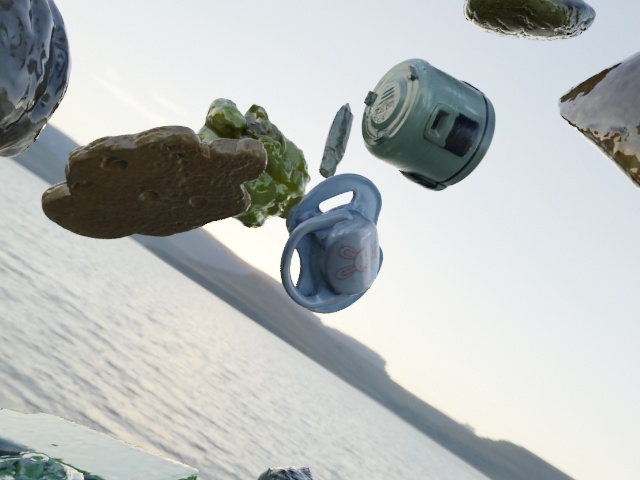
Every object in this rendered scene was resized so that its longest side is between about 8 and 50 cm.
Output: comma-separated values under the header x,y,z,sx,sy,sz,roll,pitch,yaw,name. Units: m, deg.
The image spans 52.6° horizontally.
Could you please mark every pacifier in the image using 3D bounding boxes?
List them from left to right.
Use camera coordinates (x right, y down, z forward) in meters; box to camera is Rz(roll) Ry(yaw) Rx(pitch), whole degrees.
x,y,z,sx,sy,sz,roll,pitch,yaw,name
0.000,0.000,1.221,0.226,0.238,0.287,37,-37,51,pacifier

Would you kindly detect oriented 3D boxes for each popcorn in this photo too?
x,y,z,sx,sy,sz,roll,pitch,yaw,name
-0.148,-0.146,1.334,0.250,0.242,0.235,18,22,-46,popcorn

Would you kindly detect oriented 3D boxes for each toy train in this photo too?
x,y,z,sx,sy,sz,roll,pitch,yaw,name
-0.294,0.264,0.631,0.307,0.174,0.249,10,-4,24,toy train

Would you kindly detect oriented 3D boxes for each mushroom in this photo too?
x,y,z,sx,sy,sz,roll,pitch,yaw,name
0.542,-0.218,0.953,0.224,0.314,0.397,24,26,-25,mushroom

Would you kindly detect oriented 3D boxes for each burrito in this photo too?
x,y,z,sx,sy,sz,roll,pitch,yaw,name
0.035,-0.204,1.313,0.045,0.188,0.058,13,-27,2,burrito

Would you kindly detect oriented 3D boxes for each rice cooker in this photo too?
x,y,z,sx,sy,sz,roll,pitch,yaw,name
0.218,-0.225,1.285,0.244,0.226,0.226,22,-1,-32,rice cooker

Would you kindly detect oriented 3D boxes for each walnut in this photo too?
x,y,z,sx,sy,sz,roll,pitch,yaw,name
-0.370,-0.194,0.679,0.224,0.224,0.224,33,-9,6,walnut

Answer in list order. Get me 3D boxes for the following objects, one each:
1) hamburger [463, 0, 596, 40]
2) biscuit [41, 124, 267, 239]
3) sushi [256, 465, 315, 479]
x,y,z,sx,sy,sz,roll,pitch,yaw,name
0.451,-0.512,1.434,0.284,0.134,0.265,14,20,41,hamburger
-0.257,-0.090,1.013,0.375,0.051,0.269,-15,-26,14,biscuit
-0.029,0.380,0.891,0.078,0.091,0.150,22,19,-41,sushi
